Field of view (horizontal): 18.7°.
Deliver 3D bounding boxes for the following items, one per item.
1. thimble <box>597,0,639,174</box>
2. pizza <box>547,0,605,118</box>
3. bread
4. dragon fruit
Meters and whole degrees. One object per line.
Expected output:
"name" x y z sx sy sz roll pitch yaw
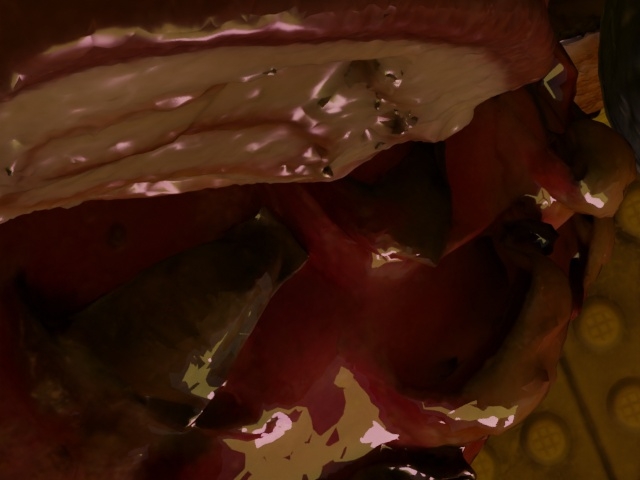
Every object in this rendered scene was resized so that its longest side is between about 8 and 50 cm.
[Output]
"thimble" 0.260 -0.123 1.016 0.250 0.205 0.172 -50 172 -1
"pizza" 0.111 -0.098 1.348 0.392 0.080 0.435 -27 172 35
"bread" -0.041 -0.080 0.568 0.244 0.123 0.190 -11 167 -31
"dragon fruit" 0.000 0.000 0.797 0.263 0.296 0.314 -27 -179 16
